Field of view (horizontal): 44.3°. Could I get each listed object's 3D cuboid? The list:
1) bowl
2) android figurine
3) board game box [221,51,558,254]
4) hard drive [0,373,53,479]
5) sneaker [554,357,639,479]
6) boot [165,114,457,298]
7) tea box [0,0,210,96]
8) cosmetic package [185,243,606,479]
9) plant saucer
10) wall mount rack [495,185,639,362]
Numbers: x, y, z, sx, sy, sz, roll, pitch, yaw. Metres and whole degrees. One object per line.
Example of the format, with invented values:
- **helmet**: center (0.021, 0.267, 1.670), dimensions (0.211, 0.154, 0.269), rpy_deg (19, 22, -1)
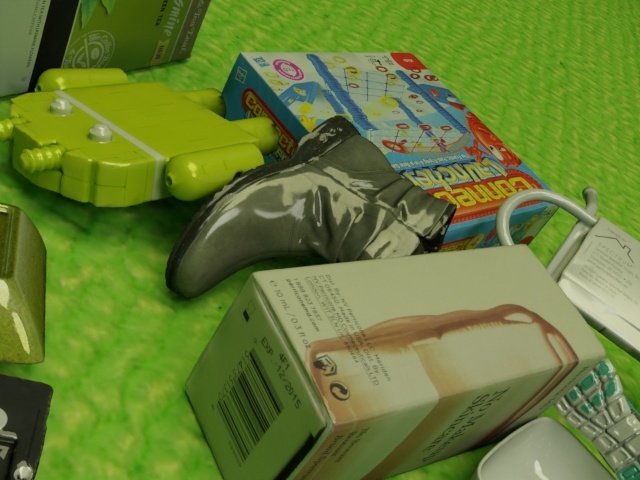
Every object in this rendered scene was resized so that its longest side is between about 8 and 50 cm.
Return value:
- **bowl**: center (0.193, 0.230, 0.651), dimensions (0.142, 0.053, 0.142), rpy_deg (-17, 56, -45)
- **android figurine**: center (-0.175, -0.102, 0.745), dimensions (0.248, 0.056, 0.273), rpy_deg (34, 32, 33)
- **board game box**: center (0.085, -0.099, 0.929), dimensions (0.308, 0.086, 0.302), rpy_deg (-13, 54, -43)
- **hard drive**: center (-0.275, 0.194, 0.360), dimensions (0.237, 0.064, 0.339), rpy_deg (16, 38, -19)
- **sneaker**: center (0.258, 0.162, 0.704), dimensions (0.166, 0.065, 0.076), rpy_deg (62, 10, 26)
- **boot**: center (0.000, 0.000, 0.691), dimensions (0.161, 0.083, 0.246), rpy_deg (42, 65, 18)
- **tea box**: center (-0.319, -0.350, 0.832), dimensions (0.329, 0.220, 0.323), rpy_deg (43, 39, 16)
- **cosmetic package**: center (0.065, 0.103, 0.630), dimensions (0.296, 0.153, 0.129), rpy_deg (-6, 52, -37)
- **plant saucer**: center (-0.280, 0.006, 0.537), dimensions (0.188, 0.045, 0.188), rpy_deg (12, 19, -23)
- **wall mount rack**: center (0.340, 0.061, 0.838), dimensions (0.350, 0.130, 0.304), rpy_deg (38, 58, 9)
